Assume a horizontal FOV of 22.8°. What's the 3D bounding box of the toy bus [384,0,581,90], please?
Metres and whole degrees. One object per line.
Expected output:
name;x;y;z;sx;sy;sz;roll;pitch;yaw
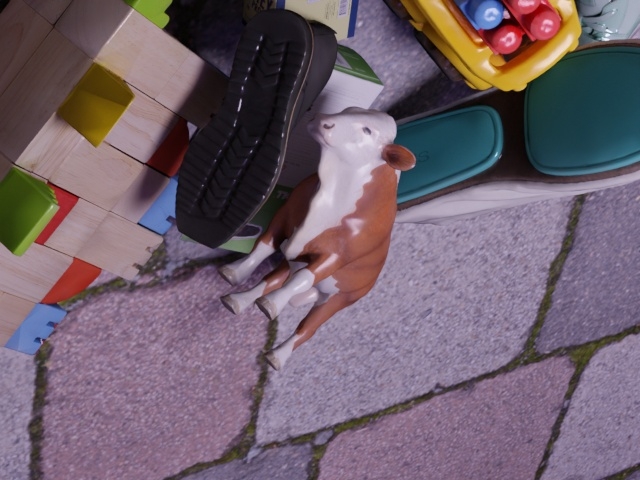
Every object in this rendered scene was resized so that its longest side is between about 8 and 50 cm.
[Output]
toy bus;0.151;-0.203;1.343;0.149;0.211;0.220;-39;127;6

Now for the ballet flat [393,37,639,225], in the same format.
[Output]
ballet flat;0.211;-0.089;1.473;0.400;0.139;0.139;-14;160;40

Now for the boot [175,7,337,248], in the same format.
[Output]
boot;-0.041;-0.091;1.294;0.198;0.077;0.137;-63;169;13

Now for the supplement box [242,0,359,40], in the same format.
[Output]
supplement box;-0.016;-0.212;1.351;0.083;0.056;0.083;-18;139;-24

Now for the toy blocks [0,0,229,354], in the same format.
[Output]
toy blocks;-0.208;-0.054;1.290;0.381;0.191;0.261;-51;154;3

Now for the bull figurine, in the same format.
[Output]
bull figurine;0.000;0.000;1.429;0.188;0.101;0.310;-41;161;-13

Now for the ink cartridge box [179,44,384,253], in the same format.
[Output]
ink cartridge box;-0.048;-0.089;1.449;0.109;0.062;0.209;12;122;-46

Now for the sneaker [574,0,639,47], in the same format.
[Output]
sneaker;0.239;-0.214;1.519;0.256;0.094;0.151;-53;147;5
